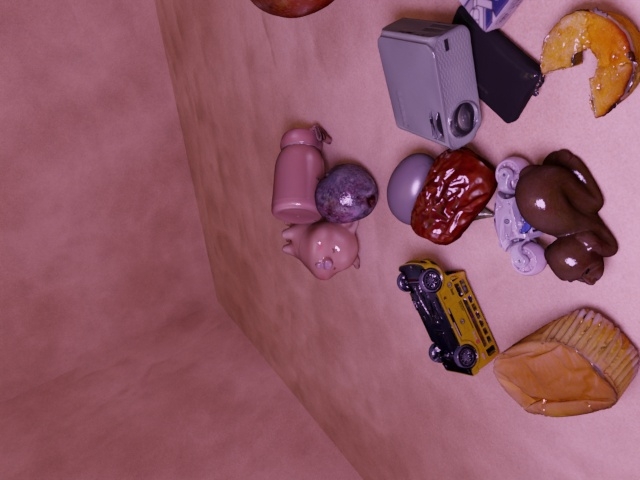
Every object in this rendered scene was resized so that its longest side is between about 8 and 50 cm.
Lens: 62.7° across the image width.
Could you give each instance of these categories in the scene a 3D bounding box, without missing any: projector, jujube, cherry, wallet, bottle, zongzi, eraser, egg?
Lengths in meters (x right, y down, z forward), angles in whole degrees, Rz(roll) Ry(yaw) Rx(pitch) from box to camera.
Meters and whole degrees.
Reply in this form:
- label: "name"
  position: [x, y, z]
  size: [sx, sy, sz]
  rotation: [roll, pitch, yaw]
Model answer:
- label: "projector"
  position: [0.241, -0.345, 1.146]
  size: [0.198, 0.108, 0.251]
  rotation: [41, 156, 52]
- label: "jujube"
  position: [0.300, -0.097, 1.200]
  size: [0.155, 0.155, 0.230]
  rotation: [41, 111, 40]
- label: "cherry"
  position: [0.080, -0.138, 1.589]
  size: [0.195, 0.195, 0.195]
  rotation: [42, 145, 39]
- label: "wallet"
  position: [0.346, -0.356, 1.081]
  size: [0.250, 0.044, 0.149]
  rotation: [53, 155, 22]
- label: "bottle"
  position: [-0.054, -0.219, 1.711]
  size: [0.206, 0.173, 0.297]
  rotation: [-15, 64, 42]
- label: "zongzi"
  position: [0.362, -0.097, 1.268]
  size: [0.113, 0.052, 0.104]
  rotation: [-14, 93, 50]
- label: "eraser"
  position: [0.338, -0.502, 0.945]
  size: [0.125, 0.067, 0.210]
  rotation: [60, 152, 13]
- label: "egg"
  position: [0.243, -0.129, 1.338]
  size: [0.146, 0.146, 0.199]
  rotation: [45, 146, 35]

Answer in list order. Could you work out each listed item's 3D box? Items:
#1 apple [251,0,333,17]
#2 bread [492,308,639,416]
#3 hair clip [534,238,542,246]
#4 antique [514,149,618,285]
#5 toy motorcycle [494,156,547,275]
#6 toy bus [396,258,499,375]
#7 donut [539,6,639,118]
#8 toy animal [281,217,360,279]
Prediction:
- label: "apple"
  position: [-0.063, -0.723, 1.259]
  size: [0.348, 0.276, 0.349]
  rotation: [45, 150, 35]
- label: "bread"
  position: [0.531, 0.267, 1.144]
  size: [0.204, 0.156, 0.288]
  rotation: [49, 148, 13]
- label: "hair clip"
  position: [0.443, -0.022, 1.171]
  size: [0.173, 0.049, 0.049]
  rotation: [61, 153, 12]
- label: "antique"
  position: [0.469, -0.035, 1.016]
  size: [0.121, 0.143, 0.257]
  rotation: [-10, 105, 61]
- label: "toy motorcycle"
  position: [0.415, -0.050, 1.119]
  size: [0.112, 0.112, 0.255]
  rotation: [-11, 90, 63]
- label: "toy bus"
  position: [0.342, 0.190, 1.422]
  size: [0.331, 0.151, 0.145]
  rotation: [65, 159, -4]
- label: "donut"
  position: [0.463, -0.307, 0.875]
  size: [0.181, 0.078, 0.146]
  rotation: [57, 152, 31]
- label: "toy animal"
  position: [0.000, 0.000, 1.829]
  size: [0.326, 0.269, 0.237]
  rotation: [-96, -1, -59]
